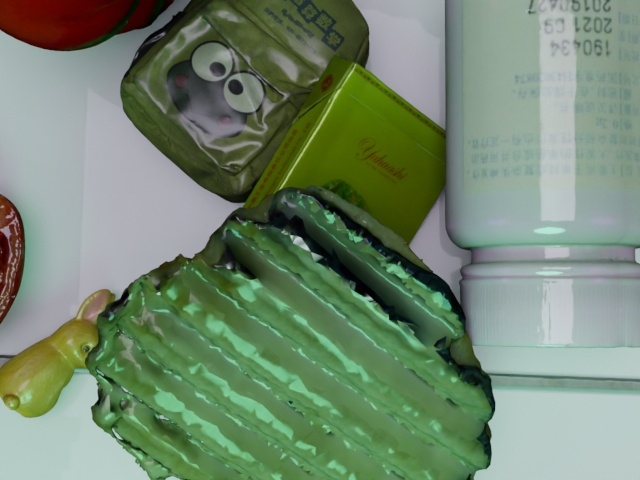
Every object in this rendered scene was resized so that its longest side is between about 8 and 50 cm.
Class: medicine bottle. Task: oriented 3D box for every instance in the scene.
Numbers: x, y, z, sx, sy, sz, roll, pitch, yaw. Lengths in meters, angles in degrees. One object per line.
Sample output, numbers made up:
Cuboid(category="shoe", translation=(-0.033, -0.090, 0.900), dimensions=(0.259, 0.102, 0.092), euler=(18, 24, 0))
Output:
Cuboid(category="medicine bottle", translation=(0.228, -0.086, 1.186), dimensions=(0.214, 0.213, 0.378), euler=(1, 87, 4))

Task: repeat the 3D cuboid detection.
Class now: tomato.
Cuboid(category="tomato", translation=(-0.396, 0.028, 1.286), dimensions=(0.166, 0.082, 0.174), euler=(4, 83, 0))

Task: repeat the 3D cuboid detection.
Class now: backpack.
Cuboid(category="backpack", translation=(-0.070, -0.174, 1.253), dimensions=(0.207, 0.140, 0.253), euler=(42, 82, 4))

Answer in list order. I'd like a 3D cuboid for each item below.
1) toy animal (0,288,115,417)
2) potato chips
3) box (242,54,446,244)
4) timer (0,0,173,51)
Cuboid(category="toy animal", translation=(-0.273, 0.118, 1.278), dimensions=(0.159, 0.083, 0.070), euler=(-44, 92, -9))
Cuboid(category="potato chips", translation=(-0.010, 0.151, 1.157), dimensions=(0.429, 0.070, 0.358), euler=(39, 111, -20))
Cuboid(category="box", translation=(0.000, 0.000, 1.224), dimensions=(0.187, 0.047, 0.335), euler=(31, 90, -37))
Cuboid(category="timer", translation=(-0.204, -0.364, 1.148), dimensions=(0.378, 0.378, 0.279), euler=(-41, 95, 1))
